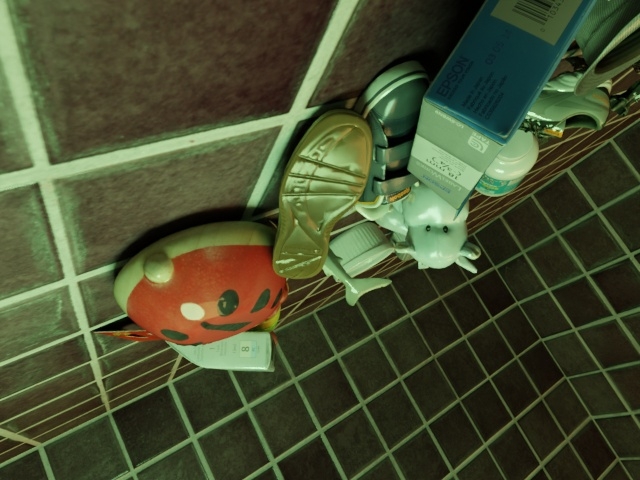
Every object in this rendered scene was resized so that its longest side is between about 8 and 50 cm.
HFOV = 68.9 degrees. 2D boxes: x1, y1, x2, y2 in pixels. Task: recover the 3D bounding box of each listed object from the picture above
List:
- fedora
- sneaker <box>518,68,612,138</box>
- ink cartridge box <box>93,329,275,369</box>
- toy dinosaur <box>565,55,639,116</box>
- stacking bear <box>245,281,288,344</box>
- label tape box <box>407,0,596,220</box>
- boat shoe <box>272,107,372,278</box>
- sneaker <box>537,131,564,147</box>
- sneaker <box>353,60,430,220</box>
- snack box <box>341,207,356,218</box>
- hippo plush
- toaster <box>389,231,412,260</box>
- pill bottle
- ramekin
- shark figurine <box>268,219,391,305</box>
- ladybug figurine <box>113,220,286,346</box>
[{"bbox_3d":[0.470,-0.356,0.685,0.275,0.124,0.243,-37,165,31],"label":"fedora"},{"bbox_3d":[0.391,-0.240,0.868,0.271,0.108,0.100,-3,171,19],"label":"sneaker"},{"bbox_3d":[-0.306,0.276,1.145,0.384,0.091,0.308,1,164,-3],"label":"ink cartridge box"},{"bbox_3d":[0.614,-0.370,0.884,0.321,0.164,0.218,-16,158,-50],"label":"toy dinosaur"},{"bbox_3d":[-0.175,0.182,1.308,0.164,0.176,0.289,-2,146,-26],"label":"stacking bear"},{"bbox_3d":[0.227,-0.187,0.649,0.241,0.105,0.334,-57,169,-6],"label":"label tape box"},{"bbox_3d":[-0.011,-0.082,0.764,0.123,0.123,0.342,6,136,-11],"label":"boat shoe"},{"bbox_3d":[0.620,-0.291,1.340,0.130,0.087,0.227,-23,162,3],"label":"sneaker"},{"bbox_3d":[0.114,-0.140,0.756,0.126,0.128,0.321,-24,165,-15],"label":"sneaker"},{"bbox_3d":[0.053,-0.089,1.008,0.100,0.037,0.141,-29,167,-6],"label":"snack box"},{"bbox_3d":[0.197,-0.040,0.926,0.234,0.295,0.236,4,-161,18],"label":"hippo plush"},{"bbox_3d":[0.362,-0.025,1.710,0.226,0.129,0.146,-28,165,-1],"label":"toaster"},{"bbox_3d":[0.456,-0.208,1.174,0.146,0.146,0.264,-31,166,6],"label":"pill bottle"},{"bbox_3d":[0.113,0.030,1.431,0.207,0.109,0.207,-27,167,-7],"label":"ramekin"},{"bbox_3d":[0.008,0.003,0.945,0.116,0.278,0.166,-47,141,-7],"label":"shark figurine"},{"bbox_3d":[-0.198,0.094,0.890,0.305,0.162,0.449,-31,167,7],"label":"ladybug figurine"}]
